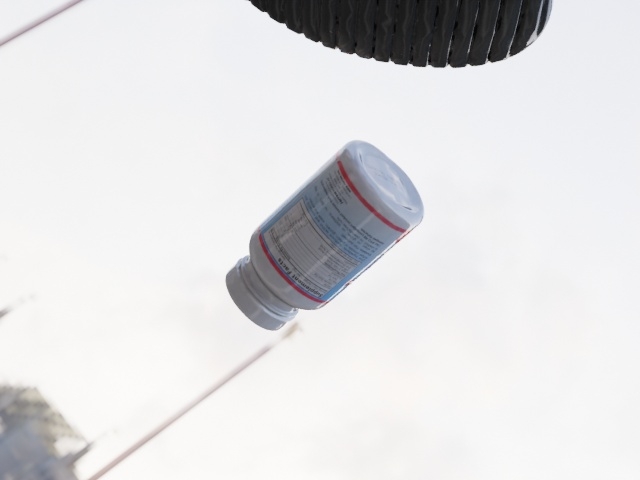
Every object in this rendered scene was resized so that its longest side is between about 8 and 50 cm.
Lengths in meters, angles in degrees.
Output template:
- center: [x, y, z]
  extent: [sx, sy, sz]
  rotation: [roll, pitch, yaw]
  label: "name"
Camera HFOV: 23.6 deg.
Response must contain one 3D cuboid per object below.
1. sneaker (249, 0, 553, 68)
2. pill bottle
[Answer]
- center: [-0.028, -0.198, 0.741]
  extent: [0.331, 0.146, 0.122]
  rotation: [24, -34, 9]
  label: "sneaker"
- center: [0.000, 0.000, 1.230]
  extent: [0.160, 0.087, 0.087]
  rotation: [-42, -97, 23]
  label: "pill bottle"
